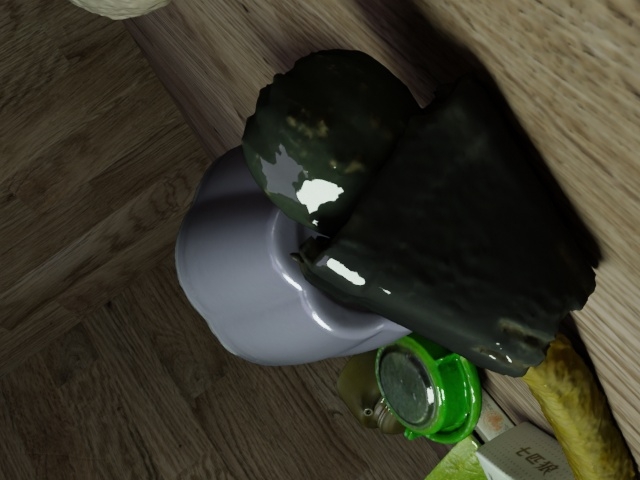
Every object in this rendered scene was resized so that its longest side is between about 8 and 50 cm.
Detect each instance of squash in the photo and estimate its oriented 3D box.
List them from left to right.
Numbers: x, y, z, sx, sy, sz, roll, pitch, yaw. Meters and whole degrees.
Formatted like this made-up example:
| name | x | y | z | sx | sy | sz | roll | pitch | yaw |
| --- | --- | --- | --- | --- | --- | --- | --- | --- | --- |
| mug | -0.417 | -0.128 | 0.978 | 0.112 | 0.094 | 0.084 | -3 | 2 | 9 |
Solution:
| name | x | y | z | sx | sy | sz | roll | pitch | yaw |
| --- | --- | --- | --- | --- | --- | --- | --- | --- | --- |
| squash | 0.280 | 0.404 | 1.239 | 0.111 | 0.203 | 0.289 | 50 | 137 | 24 |

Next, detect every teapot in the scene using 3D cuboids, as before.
| name | x | y | z | sx | sy | sz | roll | pitch | yaw |
| --- | --- | --- | --- | --- | --- | --- | --- | --- | --- |
| teapot | 0.160 | 0.315 | 1.457 | 0.267 | 0.186 | 0.175 | 4 | -145 | -45 |

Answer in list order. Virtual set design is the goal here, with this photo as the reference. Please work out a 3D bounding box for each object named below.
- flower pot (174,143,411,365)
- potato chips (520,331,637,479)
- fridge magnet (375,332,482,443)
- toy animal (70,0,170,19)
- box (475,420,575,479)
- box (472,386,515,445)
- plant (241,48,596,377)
| name | x | y | z | sx | sy | sz | roll | pitch | yaw |
| --- | --- | --- | --- | --- | --- | --- | --- | --- | --- |
| flower pot | 0.000 | 0.000 | 0.703 | 0.265 | 0.265 | 0.243 | 54 | 163 | -6 |
| potato chips | 0.252 | 0.205 | 0.671 | 0.057 | 0.080 | 0.407 | 15 | 143 | 52 |
| fridge magnet | 0.156 | 0.206 | 1.066 | 0.208 | 0.088 | 0.208 | 30 | 126 | 50 |
| toy animal | -0.209 | -0.324 | 0.663 | 0.226 | 0.188 | 0.358 | 50 | 175 | -24 |
| box | 0.333 | 0.416 | 0.891 | 0.330 | 0.095 | 0.210 | 66 | 172 | -6 |
| box | 0.283 | 0.339 | 1.241 | 0.205 | 0.051 | 0.365 | 51 | 173 | 21 |
| plant | 0.061 | -0.021 | 0.489 | 0.256 | 0.164 | 0.142 | 42 | 174 | -3 |
